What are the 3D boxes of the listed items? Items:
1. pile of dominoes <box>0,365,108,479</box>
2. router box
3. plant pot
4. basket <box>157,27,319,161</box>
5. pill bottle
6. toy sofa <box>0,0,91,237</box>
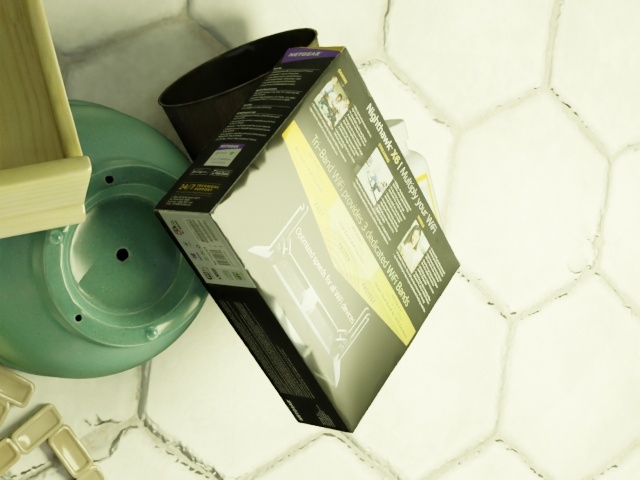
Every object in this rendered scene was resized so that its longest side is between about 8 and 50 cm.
[{"bbox_3d":[-0.366,0.255,1.396,0.251,0.040,0.196,-41,112,-29],"label":"pile of dominoes"},{"bbox_3d":[0.000,0.000,1.359,0.243,0.081,0.308,-53,129,-31],"label":"router box"},{"bbox_3d":[-0.220,0.007,1.349,0.293,0.196,0.293,-3,97,-29],"label":"plant pot"},{"bbox_3d":[-0.048,-0.086,1.465,0.204,0.154,0.226,-41,119,-41],"label":"basket"},{"bbox_3d":[0.082,-0.042,1.565,0.103,0.103,0.184,-21,104,-26],"label":"pill bottle"},{"bbox_3d":[-0.321,-0.176,1.213,0.150,0.177,0.362,-12,75,-18],"label":"toy sofa"}]
